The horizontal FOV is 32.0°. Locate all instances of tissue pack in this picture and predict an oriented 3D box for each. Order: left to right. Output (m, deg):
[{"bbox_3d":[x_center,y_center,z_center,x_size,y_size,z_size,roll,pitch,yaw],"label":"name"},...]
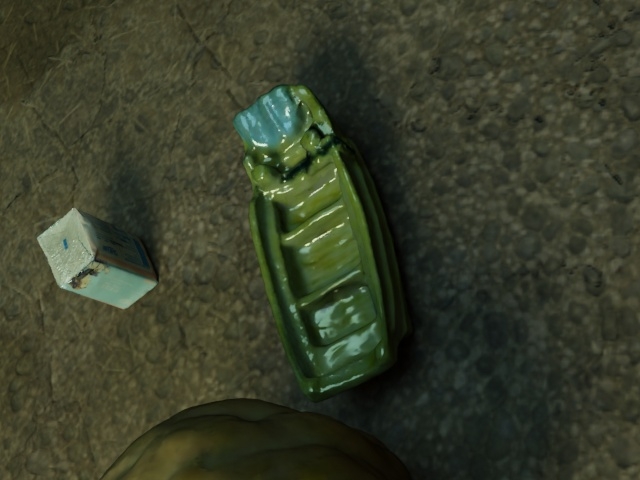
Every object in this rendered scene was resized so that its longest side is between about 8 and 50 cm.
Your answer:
[{"bbox_3d":[-0.212,0.019,1.070,0.059,0.094,0.074,-40,55,15],"label":"tissue pack"}]

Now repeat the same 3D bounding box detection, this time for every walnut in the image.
[{"bbox_3d":[-0.030,0.249,0.728,0.285,0.285,0.296,-33,66,22],"label":"walnut"}]

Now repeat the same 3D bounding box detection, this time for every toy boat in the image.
[{"bbox_3d":[0.003,0.001,0.931,0.111,0.084,0.276,-29,60,21],"label":"toy boat"}]
